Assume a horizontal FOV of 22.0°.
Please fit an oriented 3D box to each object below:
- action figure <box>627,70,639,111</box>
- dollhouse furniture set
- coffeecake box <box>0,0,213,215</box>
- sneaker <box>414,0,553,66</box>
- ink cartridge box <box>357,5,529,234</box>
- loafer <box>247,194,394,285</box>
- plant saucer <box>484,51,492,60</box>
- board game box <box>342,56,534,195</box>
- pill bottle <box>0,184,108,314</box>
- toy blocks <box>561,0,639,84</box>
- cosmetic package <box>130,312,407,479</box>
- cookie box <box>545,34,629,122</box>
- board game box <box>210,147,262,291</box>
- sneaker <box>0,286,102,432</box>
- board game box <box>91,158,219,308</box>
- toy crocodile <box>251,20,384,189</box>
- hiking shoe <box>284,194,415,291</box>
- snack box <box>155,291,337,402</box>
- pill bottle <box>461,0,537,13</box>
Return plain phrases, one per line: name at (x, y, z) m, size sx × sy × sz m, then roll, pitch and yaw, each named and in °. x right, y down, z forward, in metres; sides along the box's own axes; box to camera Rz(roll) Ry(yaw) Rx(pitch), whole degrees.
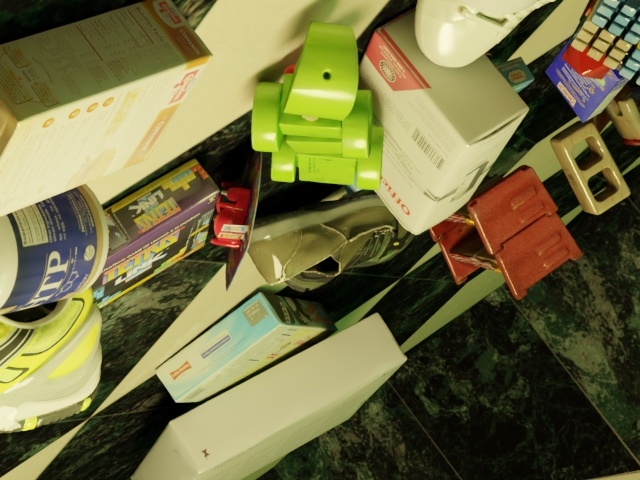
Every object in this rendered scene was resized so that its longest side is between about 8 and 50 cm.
action figure at (0.553, -0.196, 2.395) m, size 0.179 × 0.330 × 0.341 m, roll -18°, pitch -171°, yaw -40°
dollhouse furniture set at (0.343, -0.088, 2.314) m, size 0.374 × 0.152 × 0.201 m, roll -33°, pitch -165°, yaw -12°
coffeecake box at (-0.192, -0.097, 1.240) m, size 0.185 × 0.068 × 0.142 m, roll -25°, pitch 162°, yaw -41°
sneaker at (0.185, -0.252, 1.516) m, size 0.106 × 0.123 × 0.290 m, roll 15°, pitch 130°, yaw -28°
ink cartridge box at (0.109, -0.125, 1.726) m, size 0.092 × 0.158 × 0.218 m, roll -31°, pitch 166°, yaw -25°
loafer at (0.000, 0.000, 1.984) m, size 0.094 × 0.087 × 0.251 m, roll -7°, pitch -175°, yaw 44°
plant saucer at (0.166, -0.197, 1.947) m, size 0.083 × 0.013 × 0.083 m, roll -34°, pitch 167°, yaw -9°
board game box at (0.137, -0.137, 1.981) m, size 0.160 × 0.039 × 0.211 m, roll -23°, pitch 169°, yaw -46°
pill bottle at (-0.266, 0.006, 1.311) m, size 0.112 × 0.112 × 0.187 m, roll -44°, pitch 165°, yaw 28°
toy blocks at (0.334, -0.263, 1.547) m, size 0.261 × 0.191 × 0.381 m, roll -60°, pitch 178°, yaw -24°
cosmetic package at (-0.082, 0.271, 2.493) m, size 0.377 × 0.097 × 0.284 m, roll -26°, pitch 169°, yaw -28°
cookie box at (0.356, -0.224, 2.179) m, size 0.040 × 0.092 × 0.107 m, roll -26°, pitch 164°, yaw -30°
board game box at (-0.094, -0.031, 1.697) m, size 0.033 × 0.133 × 0.168 m, roll 10°, pitch 153°, yaw -11°
sneaker at (-0.362, 0.107, 1.450) m, size 0.385 × 0.145 × 0.147 m, roll -20°, pitch 128°, yaw -44°
board game box at (-0.188, 0.003, 1.647) m, size 0.170 × 0.048 × 0.141 m, roll -32°, pitch 168°, yaw -21°
toy crocodile at (0.003, -0.119, 1.624) m, size 0.115 × 0.105 × 0.340 m, roll 4°, pitch 169°, yaw 6°
hiking shoe at (0.054, -0.011, 2.144) m, size 0.227 × 0.086 × 0.114 m, roll -31°, pitch 169°, yaw -22°
snack box at (-0.099, 0.157, 2.386) m, size 0.187 × 0.060 × 0.322 m, roll -37°, pitch 167°, yaw 9°
pill bottle at (0.179, -0.300, 1.315) m, size 0.152 × 0.152 × 0.272 m, roll -31°, pitch 166°, yaw -25°
